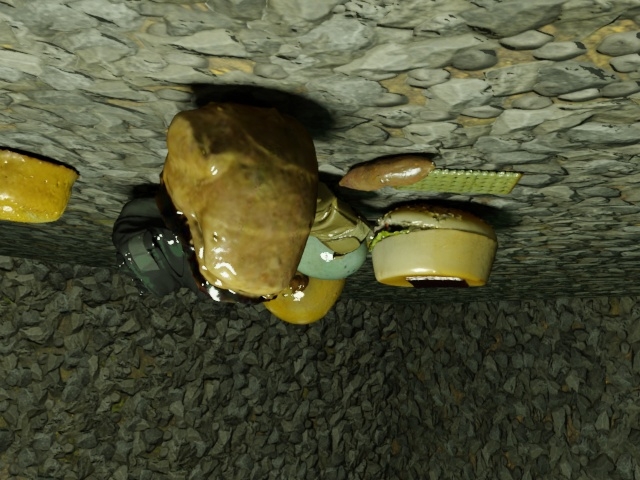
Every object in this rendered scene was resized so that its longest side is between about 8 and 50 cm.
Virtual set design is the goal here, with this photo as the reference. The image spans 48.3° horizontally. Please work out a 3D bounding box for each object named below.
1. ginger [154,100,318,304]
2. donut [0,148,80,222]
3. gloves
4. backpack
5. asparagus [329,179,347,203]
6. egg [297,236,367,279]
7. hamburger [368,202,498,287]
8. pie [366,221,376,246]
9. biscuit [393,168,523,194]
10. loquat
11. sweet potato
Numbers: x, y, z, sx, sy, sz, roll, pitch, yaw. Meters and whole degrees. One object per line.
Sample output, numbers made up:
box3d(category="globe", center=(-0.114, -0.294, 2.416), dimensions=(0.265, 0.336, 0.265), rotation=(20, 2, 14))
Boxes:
box3d(category="ginger", center=(-0.099, -0.071, 1.008), dimensions=(0.200, 0.269, 0.223), rotation=(-17, 156, -41))
box3d(category="donut", center=(-0.642, -0.107, 1.458), dimensions=(0.277, 0.108, 0.277), rotation=(4, 171, 1))
box3d(category="gloves", center=(-0.045, -0.059, 1.381), dimensions=(0.331, 0.141, 0.154), rotation=(17, -164, -43))
box3d(category="backpack", center=(-0.321, 0.020, 1.683), dimensions=(0.363, 0.255, 0.446), rotation=(0, 168, 3))
box3d(category="asparagus", center=(0.037, -0.098, 1.502), dimensions=(0.023, 0.022, 0.233), rotation=(47, 179, 10))
box3d(category="egg", center=(0.000, 0.000, 1.609), dimensions=(0.236, 0.169, 0.169), rotation=(28, -175, 33))
box3d(category="hamburger", center=(0.248, 0.013, 1.606), dimensions=(0.300, 0.176, 0.300), rotation=(4, 169, 1))
box3d(category="pie", center=(0.174, -0.011, 1.836), dimensions=(0.282, 0.068, 0.128), rotation=(0, 171, 0))
box3d(category="biscuit", center=(0.253, -0.111, 1.350), dimensions=(0.231, 0.016, 0.139), rotation=(3, 169, 5))
box3d(category="loquat", center=(-0.061, 0.104, 2.017), dimensions=(0.275, 0.275, 0.275), rotation=(4, 171, 1))
box3d(category="sweet potato", center=(0.106, -0.117, 1.260), dimensions=(0.218, 0.051, 0.065), rotation=(-5, 169, 43))
